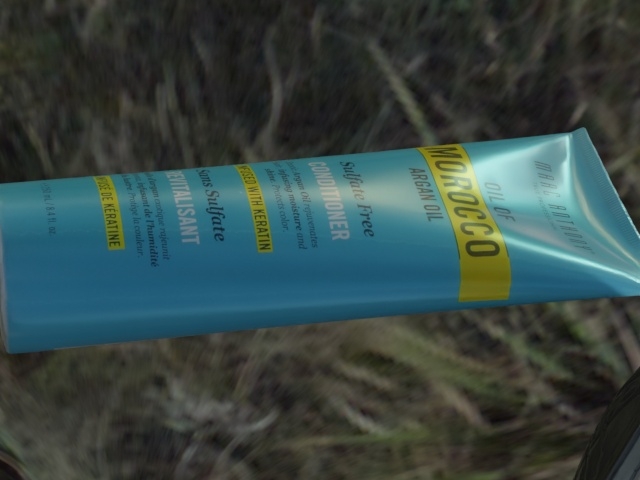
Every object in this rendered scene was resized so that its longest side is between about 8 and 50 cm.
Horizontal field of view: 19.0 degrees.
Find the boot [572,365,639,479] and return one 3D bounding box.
[{"bbox_3d":[0.181,0.170,0.832,0.178,0.085,0.236,20,120,6],"label":"boot"}]

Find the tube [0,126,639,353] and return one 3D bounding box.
[{"bbox_3d":[0.000,0.000,0.610,0.207,0.052,0.080,-6,50,-13],"label":"tube"}]
